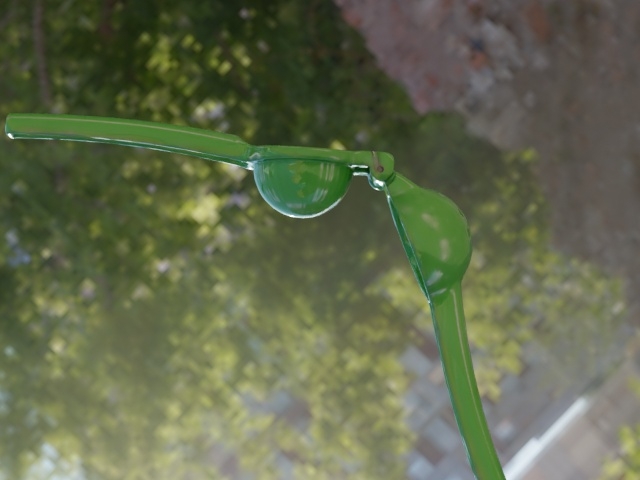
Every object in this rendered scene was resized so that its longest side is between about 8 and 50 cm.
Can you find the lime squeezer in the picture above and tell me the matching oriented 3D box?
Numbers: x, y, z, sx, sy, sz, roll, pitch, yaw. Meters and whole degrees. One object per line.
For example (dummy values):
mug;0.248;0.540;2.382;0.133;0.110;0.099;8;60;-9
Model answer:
lime squeezer;0.000;0.000;0.880;0.310;0.110;0.059;39;-168;3
